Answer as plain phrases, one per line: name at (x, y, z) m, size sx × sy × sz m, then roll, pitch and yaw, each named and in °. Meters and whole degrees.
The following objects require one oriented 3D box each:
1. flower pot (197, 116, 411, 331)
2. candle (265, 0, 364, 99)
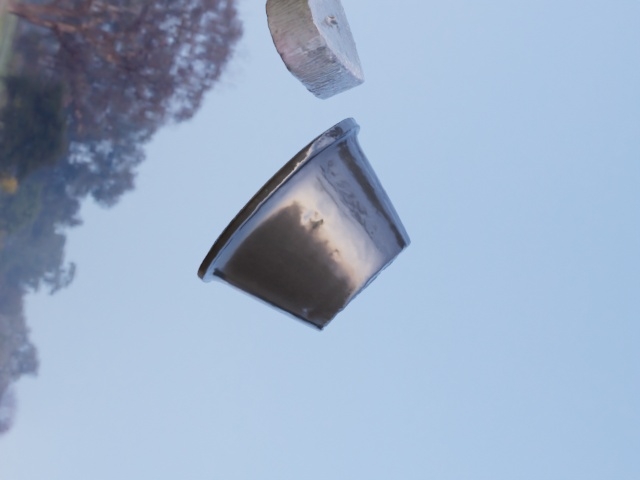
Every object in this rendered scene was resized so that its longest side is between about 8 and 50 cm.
flower pot at (0.000, 0.000, 1.188) m, size 0.269 × 0.166 × 0.269 m, roll -47°, pitch 178°, yaw -3°
candle at (-0.003, -0.251, 1.197) m, size 0.068 × 0.168 × 0.192 m, roll -19°, pitch -148°, yaw 17°
